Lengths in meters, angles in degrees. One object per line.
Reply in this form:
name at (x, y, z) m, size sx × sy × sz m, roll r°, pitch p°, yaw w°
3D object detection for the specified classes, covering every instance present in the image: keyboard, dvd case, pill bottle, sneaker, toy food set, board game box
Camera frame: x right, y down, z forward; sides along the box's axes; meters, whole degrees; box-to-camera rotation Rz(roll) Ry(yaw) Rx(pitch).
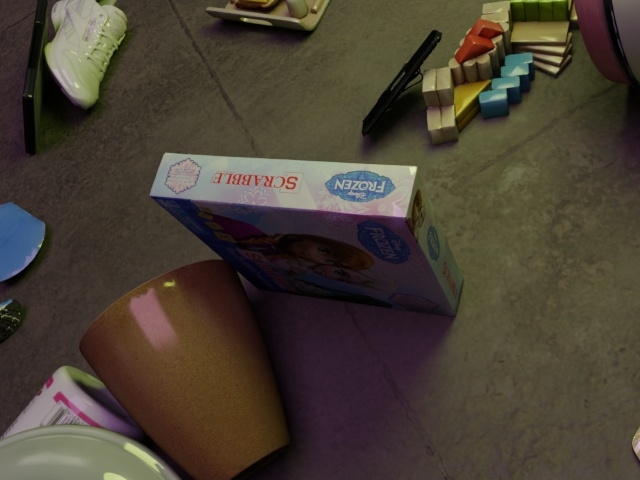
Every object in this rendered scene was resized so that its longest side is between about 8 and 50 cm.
keyboard at (0.135, -0.244, 1.087) m, size 0.192 × 0.038 × 0.100 m, roll -50°, pitch 13°, yaw 26°
dvd case at (-0.562, -0.324, 1.368) m, size 0.022 × 0.180 × 0.252 m, roll 6°, pitch 60°, yaw -19°
pill bottle at (-0.392, 0.332, 0.964) m, size 0.160 × 0.160 × 0.283 m, roll 33°, pitch 79°, yaw 31°
sneaker at (-0.468, -0.402, 1.393) m, size 0.152 × 0.114 × 0.305 m, roll -20°, pitch 59°, yaw 12°
toy food set at (-0.069, -0.541, 1.325) m, size 0.220 × 0.092 × 0.306 m, roll 16°, pitch 71°, yaw 27°
board game box at (0.000, 0.000, 0.891) m, size 0.318 × 0.318 × 0.065 m, roll 6°, pitch 68°, yaw 24°
board game box at (-0.578, 0.007, 1.279) m, size 0.169 × 0.033 × 0.133 m, roll 27°, pitch 71°, yaw 25°
sneaker at (-0.593, 0.148, 1.194) m, size 0.162 × 0.063 × 0.073 m, roll -36°, pitch 54°, yaw 0°

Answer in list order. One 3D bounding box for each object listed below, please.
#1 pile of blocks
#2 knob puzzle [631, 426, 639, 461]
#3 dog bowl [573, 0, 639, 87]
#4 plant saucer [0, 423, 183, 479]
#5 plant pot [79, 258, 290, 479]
pile of blocks at (0.288, -0.302, 1.055) m, size 0.149 × 0.112 × 0.362 m, roll 34°, pitch 80°, yaw 31°
knob puzzle at (0.453, 0.234, 0.768) m, size 0.213 × 0.030 × 0.213 m, roll -9°, pitch 62°, yaw 17°
dog bowl at (0.443, -0.383, 0.888) m, size 0.151 × 0.408 × 0.407 m, roll 0°, pitch 64°, yaw 37°
plant saucer at (-0.324, 0.423, 0.809) m, size 0.401 × 0.100 × 0.400 m, roll 0°, pitch 78°, yaw 1°
plant pot at (-0.154, 0.194, 0.924) m, size 0.237 × 0.237 × 0.254 m, roll -35°, pitch 72°, yaw 1°
